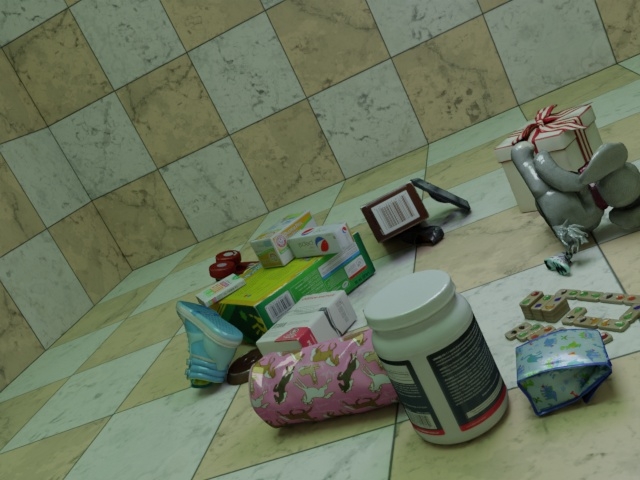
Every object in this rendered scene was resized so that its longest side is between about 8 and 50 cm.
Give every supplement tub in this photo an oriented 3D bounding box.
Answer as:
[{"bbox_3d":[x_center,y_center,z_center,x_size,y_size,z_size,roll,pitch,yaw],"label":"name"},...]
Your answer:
[{"bbox_3d":[0.209,0.210,1.227,0.191,0.272,0.191,-24,15,7],"label":"supplement tub"}]

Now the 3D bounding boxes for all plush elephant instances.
[{"bbox_3d":[0.664,-0.133,1.663,0.255,0.272,0.330,-29,33,15],"label":"plush elephant"}]

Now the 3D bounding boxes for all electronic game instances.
[{"bbox_3d":[0.411,-0.156,2.319,0.048,0.229,0.229,-64,12,9],"label":"electronic game"}]

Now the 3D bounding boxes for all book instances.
[{"bbox_3d":[-0.317,0.161,2.149,0.144,0.035,0.096,-31,20,-21],"label":"book"}]

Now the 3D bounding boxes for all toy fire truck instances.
[{"bbox_3d":[-0.277,0.143,2.573,0.253,0.169,0.302,-6,18,5],"label":"toy fire truck"}]

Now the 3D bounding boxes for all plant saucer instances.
[{"bbox_3d":[-0.199,0.352,1.932,0.168,0.029,0.168,-25,14,7],"label":"plant saucer"}]

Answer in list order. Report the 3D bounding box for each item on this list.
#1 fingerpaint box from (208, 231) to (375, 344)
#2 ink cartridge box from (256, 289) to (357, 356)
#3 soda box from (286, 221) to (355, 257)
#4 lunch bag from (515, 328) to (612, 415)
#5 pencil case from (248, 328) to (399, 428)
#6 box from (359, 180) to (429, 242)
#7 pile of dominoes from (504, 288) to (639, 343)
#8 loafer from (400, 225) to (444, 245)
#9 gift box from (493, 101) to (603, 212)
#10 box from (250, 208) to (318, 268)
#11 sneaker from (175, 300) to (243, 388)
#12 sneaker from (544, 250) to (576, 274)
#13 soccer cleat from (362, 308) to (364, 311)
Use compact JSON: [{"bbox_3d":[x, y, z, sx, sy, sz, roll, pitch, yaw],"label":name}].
[{"bbox_3d":[-0.106,0.152,2.195,0.445,0.163,0.371,-35,18,-31],"label":"fingerpaint box"},{"bbox_3d":[-0.034,0.247,1.866,0.172,0.100,0.237,-13,21,43],"label":"ink cartridge box"},{"bbox_3d":[0.000,0.000,2.076,0.216,0.074,0.069,-9,23,46],"label":"soda box"},{"bbox_3d":[0.426,0.219,1.176,0.151,0.096,0.129,-31,12,22],"label":"lunch bag"},{"bbox_3d":[0.024,0.294,1.464,0.386,0.160,0.167,-21,33,26],"label":"pencil case"},{"bbox_3d":[0.253,-0.097,2.304,0.191,0.143,0.381,-27,-2,5],"label":"box"},{"bbox_3d":[0.516,0.147,1.380,0.196,0.040,0.251,-34,16,-25],"label":"pile of dominoes"},{"bbox_3d":[0.324,-0.011,2.223,0.170,0.062,0.061,-10,26,51],"label":"loafer"},{"bbox_3d":[0.715,-0.263,2.016,0.276,0.258,0.255,-13,20,46],"label":"gift box"},{"bbox_3d":[-0.111,-0.005,2.208,0.114,0.103,0.203,-9,22,48],"label":"box"},{"bbox_3d":[-0.362,0.309,1.974,0.127,0.208,0.319,16,6,-37],"label":"sneaker"},{"bbox_3d":[0.585,0.046,1.609,0.069,0.038,0.098,-29,15,-4],"label":"sneaker"},{"bbox_3d":[0.166,0.193,1.810,0.072,0.060,0.179,-39,10,-10],"label":"soccer cleat"}]
